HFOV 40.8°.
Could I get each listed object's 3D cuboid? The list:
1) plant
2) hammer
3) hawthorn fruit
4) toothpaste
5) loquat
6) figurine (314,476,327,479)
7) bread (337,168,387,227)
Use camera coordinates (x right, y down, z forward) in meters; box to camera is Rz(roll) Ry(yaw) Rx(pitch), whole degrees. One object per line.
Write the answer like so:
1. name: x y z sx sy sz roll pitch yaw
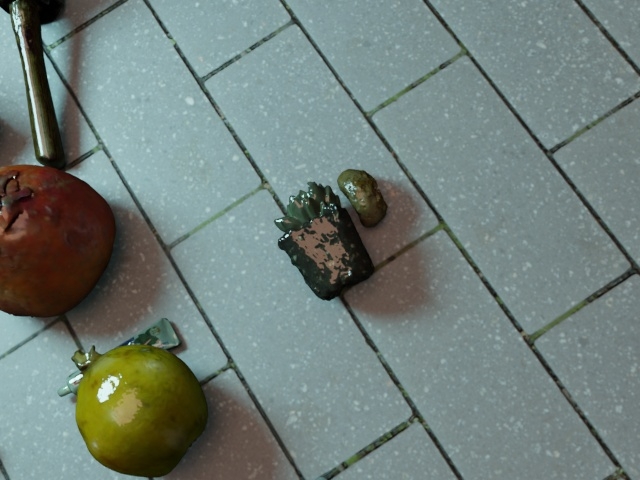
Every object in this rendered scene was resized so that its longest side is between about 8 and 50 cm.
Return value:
1. plant: 0.000 0.000 1.475 0.132 0.129 0.194 -30 76 0
2. hammer: -0.546 -0.334 1.621 0.095 0.242 0.409 -9 88 3
3. hawthorn fruit: -0.516 -0.019 1.472 0.276 0.307 0.276 -8 64 16
4. toothpaste: -0.359 0.214 1.520 0.233 0.038 0.060 -29 75 -3
5. loquat: -0.305 0.260 1.400 0.246 0.213 0.213 41 84 -5
6. figurine: -0.016 0.559 1.317 0.281 0.167 0.370 -6 82 26
7. bread: 0.076 -0.081 1.511 0.060 0.082 0.113 -30 76 -3
